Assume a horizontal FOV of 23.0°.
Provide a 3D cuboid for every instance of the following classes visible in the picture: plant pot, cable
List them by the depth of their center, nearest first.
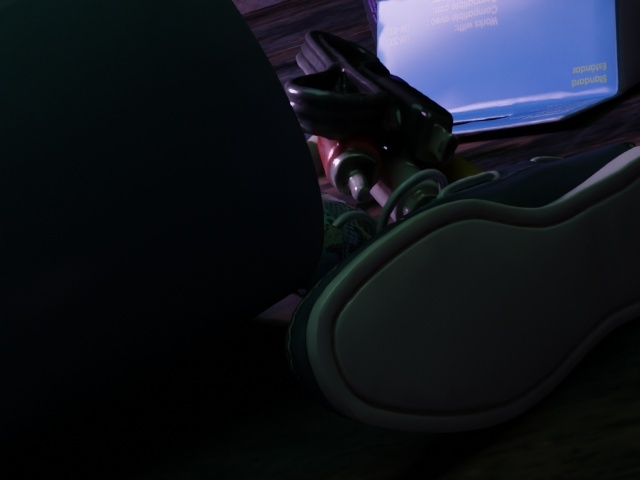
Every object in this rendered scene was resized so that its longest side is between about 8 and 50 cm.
[{"bbox_3d":[-0.182,-0.022,0.775,0.235,0.293,0.293,-40,22,-25],"label":"plant pot"},{"bbox_3d":[0.015,-0.075,0.976,0.139,0.072,0.287,14,13,-22],"label":"cable"}]

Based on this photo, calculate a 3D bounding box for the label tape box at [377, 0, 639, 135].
[{"bbox_3d":[0.186,-0.186,1.280,0.249,0.115,0.348,-4,18,47],"label":"label tape box"}]

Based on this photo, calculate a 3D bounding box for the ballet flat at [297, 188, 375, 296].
[{"bbox_3d":[0.000,0.000,0.916,0.070,0.070,0.188,-20,15,-7],"label":"ballet flat"}]

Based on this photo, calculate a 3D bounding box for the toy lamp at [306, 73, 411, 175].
[{"bbox_3d":[-0.046,-0.037,1.071,0.275,0.080,0.080,-24,14,-32],"label":"toy lamp"}]

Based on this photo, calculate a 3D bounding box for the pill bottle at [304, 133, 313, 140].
[{"bbox_3d":[-0.061,-0.083,1.289,0.067,0.067,0.120,-28,16,-34],"label":"pill bottle"}]

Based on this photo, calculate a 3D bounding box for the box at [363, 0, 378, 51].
[{"bbox_3d":[0.172,-0.292,1.652,0.165,0.143,0.270,-22,13,-25],"label":"box"}]

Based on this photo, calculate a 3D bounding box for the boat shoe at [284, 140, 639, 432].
[{"bbox_3d":[0.070,0.012,0.669,0.079,0.095,0.254,-2,19,45],"label":"boat shoe"}]
